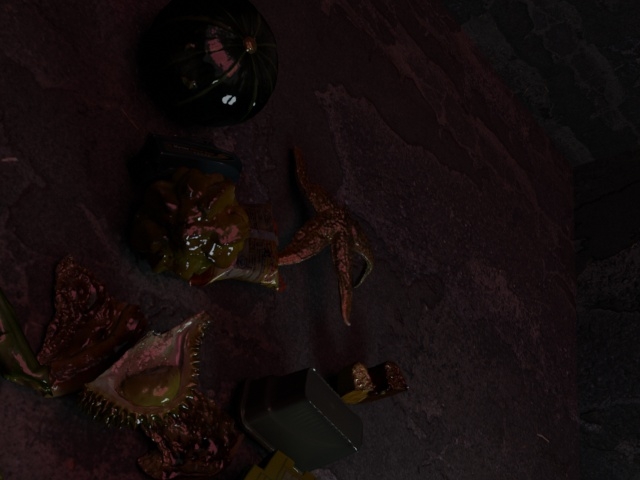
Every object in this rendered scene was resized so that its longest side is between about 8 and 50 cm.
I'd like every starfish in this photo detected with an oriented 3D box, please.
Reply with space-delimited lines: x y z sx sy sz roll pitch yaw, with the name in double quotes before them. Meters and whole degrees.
"starfish" 0.010 -0.002 2.005 0.398 0.132 0.384 47 49 -24

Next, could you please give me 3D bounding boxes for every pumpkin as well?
"pumpkin" -0.243 -0.421 1.748 0.323 0.241 0.323 22 59 -42

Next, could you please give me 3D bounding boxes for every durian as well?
"durian" -0.320 0.251 1.431 0.306 0.172 0.167 -38 111 -36

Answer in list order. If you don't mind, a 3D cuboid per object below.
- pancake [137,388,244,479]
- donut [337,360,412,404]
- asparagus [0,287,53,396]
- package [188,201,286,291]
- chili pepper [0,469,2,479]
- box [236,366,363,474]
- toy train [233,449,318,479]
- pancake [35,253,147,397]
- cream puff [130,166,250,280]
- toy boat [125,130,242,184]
"pancake" -0.268 0.413 1.544 0.257 0.056 0.212 42 40 -23
"donut" 0.114 0.369 1.970 0.217 0.141 0.085 13 56 -48
"asparagus" -0.555 0.127 1.279 0.085 0.082 0.343 -32 102 -51
"package" -0.187 0.009 1.751 0.288 0.108 0.223 2 78 -45
"chili pepper" -0.568 0.317 1.227 0.049 0.043 0.208 -31 97 -26
"box" -0.042 0.399 1.707 0.274 0.178 0.138 50 27 -29
"toy train" -0.090 0.588 1.470 0.272 0.179 0.442 34 17 3
"pancake" -0.449 0.145 1.421 0.266 0.057 0.245 -23 94 -52
"cream puff" -0.270 -0.034 1.568 0.244 0.196 0.244 -4 97 -32
"toy boat" -0.288 -0.176 1.703 0.296 0.114 0.122 3 54 -51
